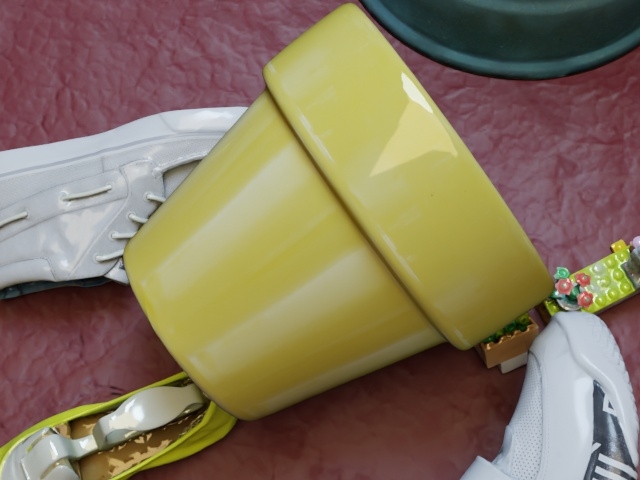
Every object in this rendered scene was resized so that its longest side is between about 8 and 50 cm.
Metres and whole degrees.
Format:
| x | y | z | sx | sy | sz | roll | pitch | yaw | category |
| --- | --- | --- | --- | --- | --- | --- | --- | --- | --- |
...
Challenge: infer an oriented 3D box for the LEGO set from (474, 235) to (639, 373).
| x | y | z | sx | sy | sz | roll | pitch | yaw | category |
| --- | --- | --- | --- | --- | --- | --- | --- | --- | --- |
| 0.260 | 0.042 | 0.809 | 0.287 | 0.107 | 0.132 | 8 | 71 | 4 | LEGO set |

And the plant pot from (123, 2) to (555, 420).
| x | y | z | sx | sy | sz | roll | pitch | yaw | category |
| --- | --- | --- | --- | --- | --- | --- | --- | --- | --- |
| 0.000 | 0.000 | 0.772 | 0.239 | 0.254 | 0.254 | -36 | 73 | 5 | plant pot |

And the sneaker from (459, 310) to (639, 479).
| x | y | z | sx | sy | sz | roll | pitch | yaw | category |
| --- | --- | --- | --- | --- | --- | --- | --- | --- | --- |
| 0.091 | 0.216 | 0.728 | 0.210 | 0.137 | 0.366 | 9 | 79 | 3 | sneaker |

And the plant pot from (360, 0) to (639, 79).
| x | y | z | sx | sy | sz | roll | pitch | yaw | category |
| --- | --- | --- | --- | --- | --- | --- | --- | --- | --- |
| 0.174 | -0.357 | 0.835 | 0.341 | 0.334 | 0.341 | -1 | 70 | 2 | plant pot |

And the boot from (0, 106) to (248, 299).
| x | y | z | sx | sy | sz | roll | pitch | yaw | category |
| --- | --- | --- | --- | --- | --- | --- | --- | --- | --- |
| -0.156 | -0.023 | 0.864 | 0.258 | 0.095 | 0.123 | -13 | 76 | 6 | boot |

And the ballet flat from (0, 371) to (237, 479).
| x | y | z | sx | sy | sz | roll | pitch | yaw | category |
| --- | --- | --- | --- | --- | --- | --- | --- | --- | --- |
| -0.170 | 0.153 | 0.799 | 0.231 | 0.077 | 0.077 | -23 | 72 | -6 | ballet flat |
